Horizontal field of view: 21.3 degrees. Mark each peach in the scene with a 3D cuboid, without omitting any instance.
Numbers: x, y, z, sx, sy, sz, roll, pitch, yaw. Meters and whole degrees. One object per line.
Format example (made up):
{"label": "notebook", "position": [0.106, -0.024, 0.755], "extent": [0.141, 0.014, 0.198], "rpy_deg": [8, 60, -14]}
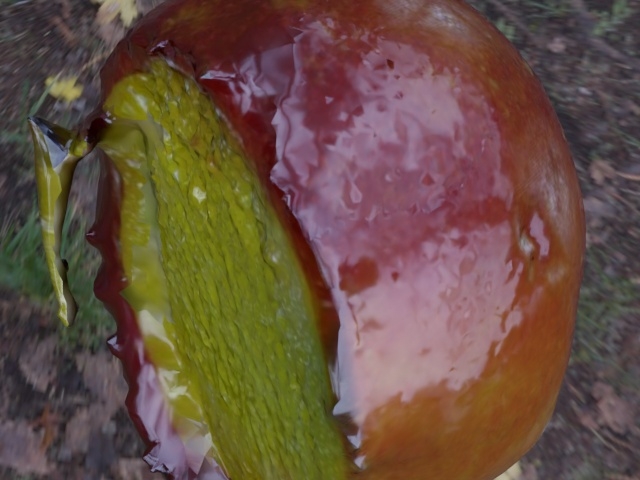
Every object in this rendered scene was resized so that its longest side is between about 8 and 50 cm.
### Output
{"label": "peach", "position": [0.015, 0.006, 1.133], "extent": [0.310, 0.335, 0.406], "rpy_deg": [-30, 119, -36]}
